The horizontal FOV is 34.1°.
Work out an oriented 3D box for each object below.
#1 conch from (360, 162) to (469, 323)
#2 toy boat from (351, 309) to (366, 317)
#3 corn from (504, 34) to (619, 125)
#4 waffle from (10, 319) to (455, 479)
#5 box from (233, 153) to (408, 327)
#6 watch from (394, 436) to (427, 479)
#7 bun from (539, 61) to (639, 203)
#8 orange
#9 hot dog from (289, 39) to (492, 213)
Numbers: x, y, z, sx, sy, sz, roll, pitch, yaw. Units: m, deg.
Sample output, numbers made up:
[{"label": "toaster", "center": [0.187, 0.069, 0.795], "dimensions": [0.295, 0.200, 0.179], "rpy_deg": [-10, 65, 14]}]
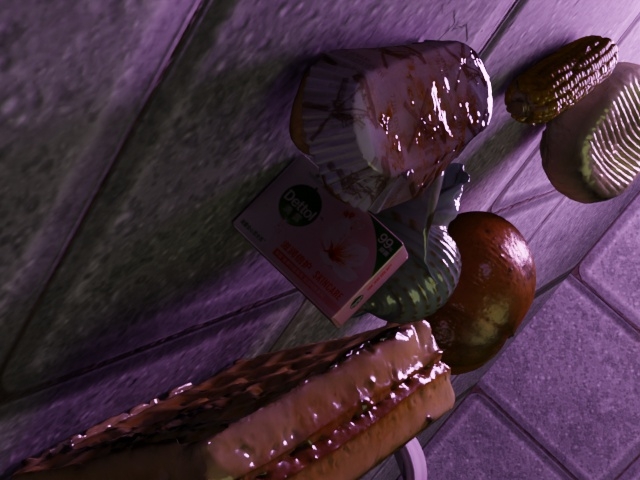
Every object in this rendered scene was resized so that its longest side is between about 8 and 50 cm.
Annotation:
[{"label": "conch", "center": [0.069, -0.019, 1.000], "dimensions": [0.200, 0.131, 0.172], "rpy_deg": [-77, 155, -43]}, {"label": "toy boat", "center": [0.070, 0.078, 1.384], "dimensions": [0.096, 0.034, 0.122], "rpy_deg": [-39, 164, -7]}, {"label": "corn", "center": [0.291, -0.193, 1.247], "dimensions": [0.207, 0.068, 0.068], "rpy_deg": [-32, 158, -37]}, {"label": "waffle", "center": [-0.071, 0.181, 0.970], "dimensions": [0.261, 0.114, 0.376], "rpy_deg": [-14, -176, 36]}, {"label": "box", "center": [0.000, 0.000, 0.883], "dimensions": [0.089, 0.125, 0.043], "rpy_deg": [-47, 163, -5]}, {"label": "watch", "center": [0.059, 0.339, 1.610], "dimensions": [0.244, 0.231, 0.196], "rpy_deg": [-46, 161, 8]}, {"label": "bun", "center": [0.384, -0.158, 1.478], "dimensions": [0.222, 0.127, 0.222], "rpy_deg": [-20, 123, -34]}, {"label": "orange", "center": [0.197, 0.075, 1.426], "dimensions": [0.240, 0.171, 0.240], "rpy_deg": [-51, 167, -17]}, {"label": "hot dog", "center": [0.066, -0.103, 0.842], "dimensions": [0.069, 0.131, 0.252], "rpy_deg": [-7, -166, 36]}]
